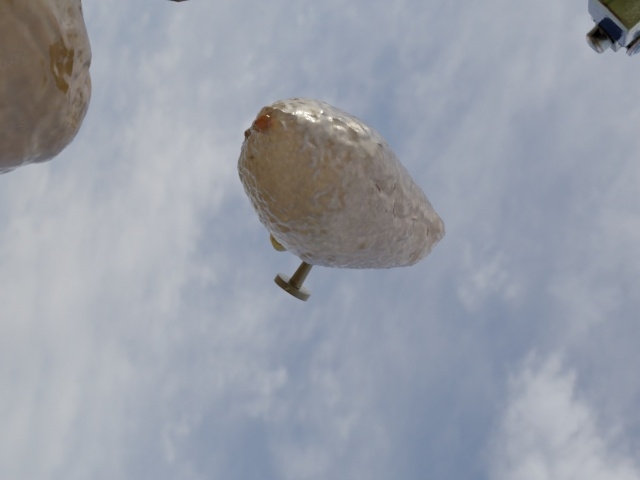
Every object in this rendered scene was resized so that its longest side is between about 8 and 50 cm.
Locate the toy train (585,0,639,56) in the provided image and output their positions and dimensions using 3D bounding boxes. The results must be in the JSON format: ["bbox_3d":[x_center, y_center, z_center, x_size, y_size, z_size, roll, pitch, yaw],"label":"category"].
[{"bbox_3d":[0.563,-0.430,1.526,0.299,0.202,0.131,-42,-106,6],"label":"toy train"}]

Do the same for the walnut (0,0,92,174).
[{"bbox_3d":[-0.418,-0.246,1.103,0.344,0.306,0.306,96,-15,-57],"label":"walnut"}]

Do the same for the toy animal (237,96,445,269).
[{"bbox_3d":[0.004,-0.068,1.228,0.226,0.358,0.188,13,-112,38],"label":"toy animal"}]

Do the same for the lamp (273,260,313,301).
[{"bbox_3d":[0.000,0.000,1.674,0.215,0.121,0.121,-57,-141,7],"label":"lamp"}]
